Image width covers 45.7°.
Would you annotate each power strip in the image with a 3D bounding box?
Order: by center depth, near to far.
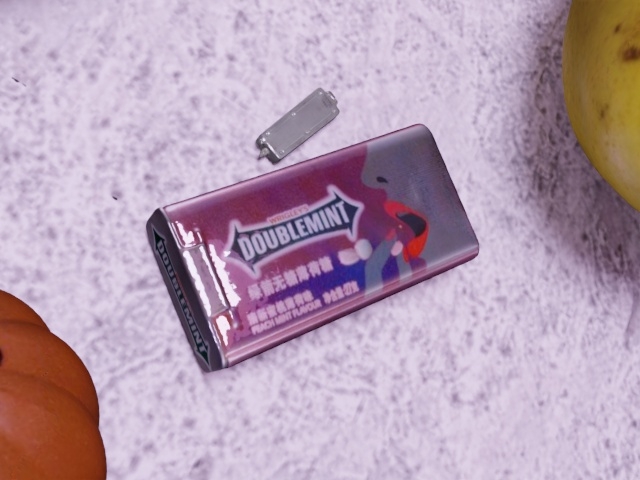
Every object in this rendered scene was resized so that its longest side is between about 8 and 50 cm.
[{"bbox_3d":[-0.019,-0.089,0.595,0.083,0.017,0.027,-41,94,-25],"label":"power strip"}]

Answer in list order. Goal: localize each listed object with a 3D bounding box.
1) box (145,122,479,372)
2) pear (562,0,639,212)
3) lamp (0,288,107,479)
[{"bbox_3d":[0.000,0.000,0.554,0.224,0.069,0.120,-23,87,-25],"label":"box"},{"bbox_3d":[0.375,-0.153,0.584,0.362,0.362,0.418,54,46,-3],"label":"pear"},{"bbox_3d":[-0.220,0.113,0.373,0.223,0.197,0.223,11,39,-9],"label":"lamp"}]
